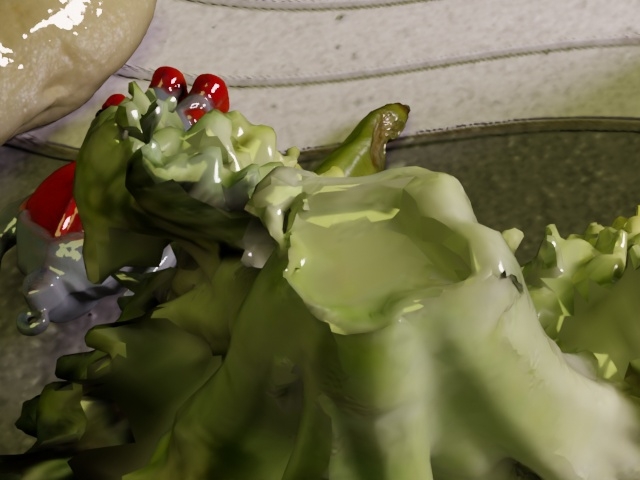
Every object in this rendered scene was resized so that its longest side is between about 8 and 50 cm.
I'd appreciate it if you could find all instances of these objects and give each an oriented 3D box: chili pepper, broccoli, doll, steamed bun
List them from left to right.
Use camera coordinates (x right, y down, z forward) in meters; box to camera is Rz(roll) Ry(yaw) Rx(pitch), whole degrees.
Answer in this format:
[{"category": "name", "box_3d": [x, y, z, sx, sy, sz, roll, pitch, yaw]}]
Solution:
[{"category": "steamed bun", "box_3d": [-0.231, -0.116, 1.039, 0.231, 0.110, 0.212, 7, 55, 22]}, {"category": "doll", "box_3d": [-0.110, -0.021, 0.967, 0.104, 0.062, 0.195, 23, 51, 8]}, {"category": "chili pepper", "box_3d": [-0.001, 0.000, 0.934, 0.049, 0.043, 0.208, -5, 50, 26]}, {"category": "broccoli", "box_3d": [0.027, 0.087, 0.702, 0.347, 0.281, 0.293, 5, 55, 14]}]
